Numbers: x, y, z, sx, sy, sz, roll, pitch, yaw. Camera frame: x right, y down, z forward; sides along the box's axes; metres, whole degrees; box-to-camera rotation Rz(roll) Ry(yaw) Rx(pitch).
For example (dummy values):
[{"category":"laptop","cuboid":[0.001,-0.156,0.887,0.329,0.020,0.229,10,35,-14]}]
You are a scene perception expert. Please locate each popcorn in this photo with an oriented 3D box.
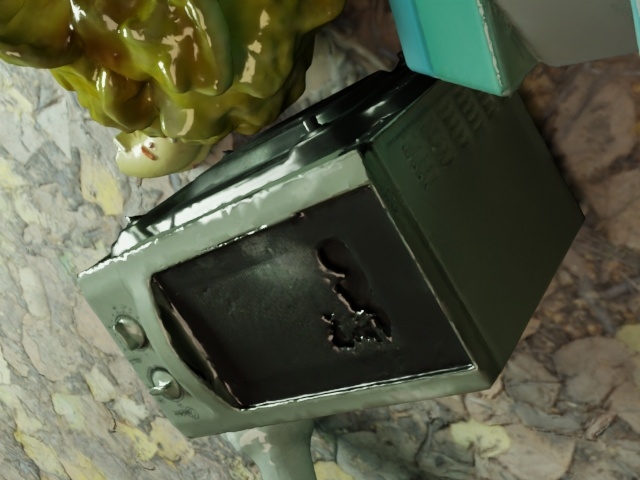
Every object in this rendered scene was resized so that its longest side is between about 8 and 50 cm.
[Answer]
[{"category":"popcorn","cuboid":[-0.103,-0.160,0.562,0.235,0.216,0.181,6,92,39]}]

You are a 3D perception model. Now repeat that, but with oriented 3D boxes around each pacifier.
[{"category":"pacifier","cuboid":[-0.021,0.275,0.844,0.343,0.288,0.269,-26,67,22]}]

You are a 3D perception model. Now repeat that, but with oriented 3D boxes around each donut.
[{"category":"donut","cuboid":[-0.145,-0.122,0.727,0.108,0.065,0.166,20,129,19]}]

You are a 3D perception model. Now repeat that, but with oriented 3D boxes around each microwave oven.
[{"category":"microwave oven","cuboid":[0.000,0.000,0.601,0.295,0.237,0.181,-21,107,42]}]

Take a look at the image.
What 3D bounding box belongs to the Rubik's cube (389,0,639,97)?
[{"category":"Rubik's cube","cuboid":[0.127,-0.205,0.396,0.265,0.224,0.213,-133,22,-68]}]
